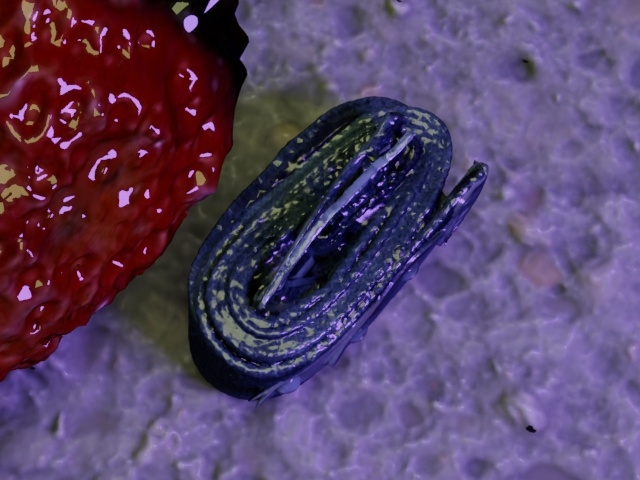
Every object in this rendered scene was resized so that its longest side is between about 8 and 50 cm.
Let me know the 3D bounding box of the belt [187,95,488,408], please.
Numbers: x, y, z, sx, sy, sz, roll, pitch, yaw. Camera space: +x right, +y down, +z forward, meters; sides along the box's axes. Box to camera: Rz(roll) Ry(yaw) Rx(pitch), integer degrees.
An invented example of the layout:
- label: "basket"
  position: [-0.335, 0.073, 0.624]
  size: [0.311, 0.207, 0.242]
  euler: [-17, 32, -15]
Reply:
- label: "belt"
  position: [0.000, 0.000, 1.255]
  size: [0.122, 0.128, 0.218]
  euler: [40, 75, 7]

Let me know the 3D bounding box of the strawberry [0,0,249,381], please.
- label: "strawberry"
  position: [-0.213, -0.063, 1.173]
  size: [0.310, 0.292, 0.292]
  euler: [-36, 80, -21]
